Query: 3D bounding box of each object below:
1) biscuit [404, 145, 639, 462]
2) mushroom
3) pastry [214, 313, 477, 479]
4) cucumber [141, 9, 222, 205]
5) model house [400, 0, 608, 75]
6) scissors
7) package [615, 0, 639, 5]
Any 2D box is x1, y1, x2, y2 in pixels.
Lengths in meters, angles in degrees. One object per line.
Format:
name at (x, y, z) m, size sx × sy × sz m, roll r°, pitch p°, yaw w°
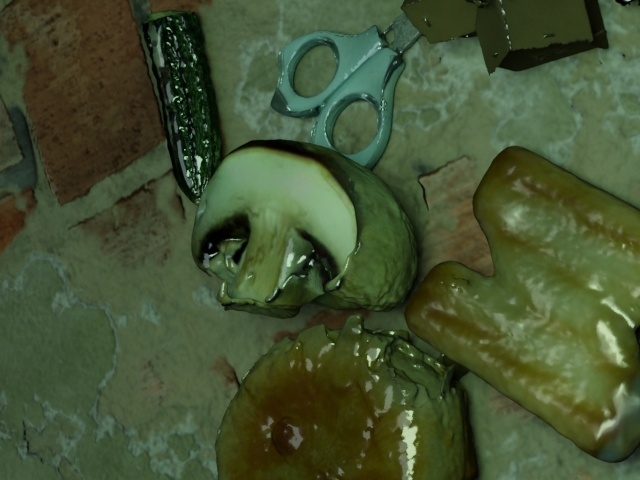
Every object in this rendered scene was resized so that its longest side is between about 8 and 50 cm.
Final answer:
biscuit at (0.245, 0.060, 1.482) m, size 0.291 × 0.062 × 0.237 m, roll 31°, pitch 96°, yaw 30°
mushroom at (-0.001, -0.008, 1.616) m, size 0.267 × 0.164 × 0.189 m, roll -8°, pitch 74°, yaw 45°
pastry at (0.023, 0.242, 1.604) m, size 0.330 × 0.136 × 0.329 m, roll -4°, pitch 83°, yaw 37°
cucumber at (-0.163, -0.168, 1.792) m, size 0.077 × 0.077 × 0.265 m, roll -19°, pitch 80°, yaw 34°
model house at (0.153, -0.261, 1.447) m, size 0.176 × 0.248 × 0.180 m, roll -17°, pitch 80°, yaw 27°
scissors at (0.086, -0.231, 1.641) m, size 0.360 × 0.029 × 0.191 m, roll -44°, pitch 64°, yaw 27°
package at (0.399, -0.296, 1.396) m, size 0.269 × 0.071 × 0.194 m, roll 17°, pitch 106°, yaw 32°
